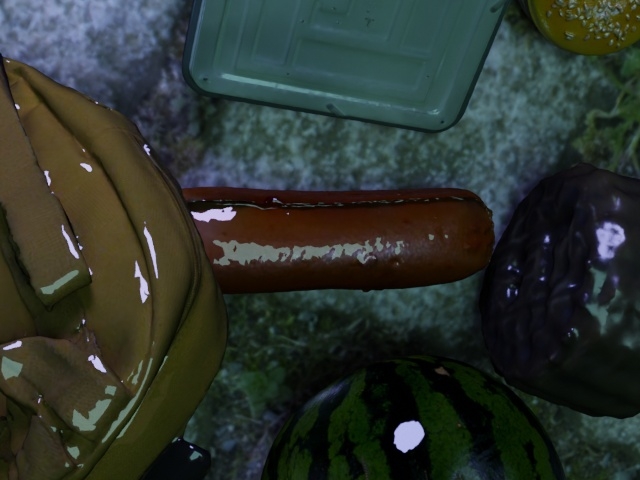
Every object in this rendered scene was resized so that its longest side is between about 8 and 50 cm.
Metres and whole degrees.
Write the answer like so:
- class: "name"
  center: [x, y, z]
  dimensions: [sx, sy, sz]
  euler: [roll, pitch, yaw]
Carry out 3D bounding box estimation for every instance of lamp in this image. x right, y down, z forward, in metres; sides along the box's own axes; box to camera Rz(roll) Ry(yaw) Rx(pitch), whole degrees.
- class: "lamp"
  center: [0.034, -0.224, 0.765]
  dimensions: [0.268, 0.047, 0.267]
  euler: [7, 128, -15]

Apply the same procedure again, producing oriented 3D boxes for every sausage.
- class: "sausage"
  center: [0.000, 0.000, 0.839]
  dimensions: [0.330, 0.102, 0.102]
  euler: [-1, 103, -12]

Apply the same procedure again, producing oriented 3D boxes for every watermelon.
- class: "watermelon"
  center: [0.085, 0.244, 0.818]
  dimensions: [0.285, 0.285, 0.285]
  euler: [-2, 103, -10]

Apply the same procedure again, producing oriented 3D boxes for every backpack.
- class: "backpack"
  center: [-0.237, 0.058, 0.683]
  dimensions: [0.353, 0.378, 0.201]
  euler: [-50, 146, 10]

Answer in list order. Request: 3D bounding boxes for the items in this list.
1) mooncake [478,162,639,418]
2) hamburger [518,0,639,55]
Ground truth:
- class: "mooncake"
  center: [0.240, 0.043, 0.832]
  dimensions: [0.124, 0.228, 0.228]
  euler: [14, 100, -13]
- class: "hamburger"
  center: [0.270, -0.270, 0.818]
  dimensions: [0.210, 0.116, 0.173]
  euler: [-41, 107, 4]
